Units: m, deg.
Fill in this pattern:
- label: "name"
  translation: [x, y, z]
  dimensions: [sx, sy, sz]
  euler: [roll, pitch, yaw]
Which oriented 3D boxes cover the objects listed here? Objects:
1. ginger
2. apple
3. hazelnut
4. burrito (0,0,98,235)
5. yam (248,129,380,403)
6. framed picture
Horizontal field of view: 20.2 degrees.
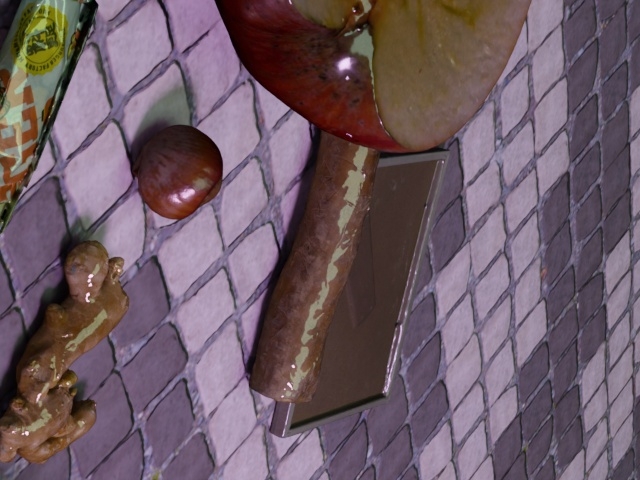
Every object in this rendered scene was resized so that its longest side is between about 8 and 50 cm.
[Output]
- label: "ginger"
  translation: [-0.225, 0.113, 1.579]
  dimensions: [0.176, 0.052, 0.193]
  euler: [-51, 147, -39]
- label: "apple"
  translation: [0.059, -0.281, 1.570]
  dimensions: [0.329, 0.295, 0.365]
  euler: [101, 14, -78]
- label: "hazelnut"
  translation: [-0.128, -0.062, 1.610]
  dimensions: [0.086, 0.086, 0.086]
  euler: [-37, 138, -43]
- label: "burrito"
  translation: [-0.254, -0.090, 1.395]
  dimensions: [0.104, 0.054, 0.288]
  euler: [22, 89, -60]
- label: "yam"
  translation: [0.000, 0.000, 1.861]
  dimensions: [0.081, 0.081, 0.357]
  euler: [-4, 110, -58]
- label: "framed picture"
  translation: [0.048, 0.055, 2.028]
  dimensions: [0.240, 0.020, 0.324]
  euler: [-11, 118, -56]
